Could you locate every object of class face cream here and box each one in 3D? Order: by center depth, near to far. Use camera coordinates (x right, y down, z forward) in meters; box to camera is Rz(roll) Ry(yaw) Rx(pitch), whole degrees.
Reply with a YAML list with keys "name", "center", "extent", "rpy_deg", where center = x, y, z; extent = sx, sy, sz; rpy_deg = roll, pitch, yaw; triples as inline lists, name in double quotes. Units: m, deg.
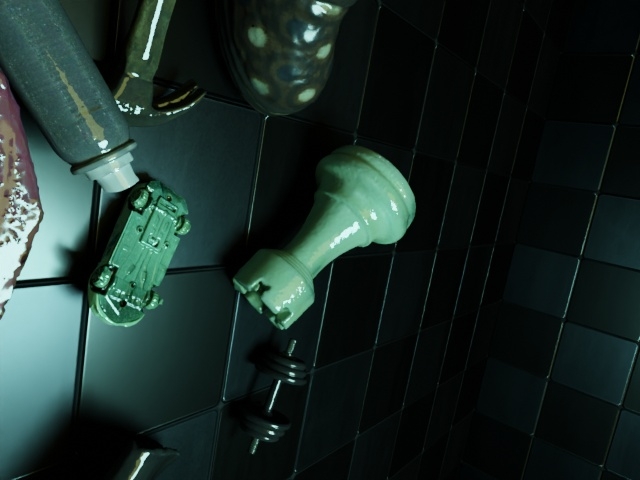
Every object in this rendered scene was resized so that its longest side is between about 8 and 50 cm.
- name: "face cream"
  center: [-0.251, -0.171, 0.426]
  extent: [0.073, 0.073, 0.283]
  rpy_deg: [-42, 119, -35]

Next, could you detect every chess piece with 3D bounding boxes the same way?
- name: "chess piece"
  center: [0.000, 0.000, 0.796]
  extent: [0.299, 0.195, 0.194]
  rpy_deg: [-46, 136, -20]

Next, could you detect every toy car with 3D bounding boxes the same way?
- name: "toy car"
  center: [-0.230, 0.014, 0.594]
  extent: [0.093, 0.058, 0.186]
  rpy_deg: [43, 57, -50]

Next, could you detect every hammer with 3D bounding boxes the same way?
- name: "hammer"
  center: [-0.136, -0.313, 0.467]
  extent: [0.168, 0.044, 0.439]
  rpy_deg: [-4, 130, -49]

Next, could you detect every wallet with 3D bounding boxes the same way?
- name: "wallet"
  center: [-0.313, 0.419, 0.581]
  extent: [0.377, 0.051, 0.197]
  rpy_deg: [-56, 174, -23]

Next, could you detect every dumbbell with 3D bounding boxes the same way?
- name: "dumbbell"
  center: [-0.085, 0.274, 0.849]
  extent: [0.099, 0.099, 0.208]
  rpy_deg: [30, 79, -53]

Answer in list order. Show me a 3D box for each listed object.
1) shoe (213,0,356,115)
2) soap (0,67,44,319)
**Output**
- name: "shoe"
  center: [-0.016, -0.341, 0.577]
  extent: [0.171, 0.237, 0.383]
  rpy_deg: [-29, 124, -40]
- name: "soap"
  center: [-0.342, -0.029, 0.392]
  extent: [0.182, 0.112, 0.288]
  rpy_deg: [27, 81, -56]
